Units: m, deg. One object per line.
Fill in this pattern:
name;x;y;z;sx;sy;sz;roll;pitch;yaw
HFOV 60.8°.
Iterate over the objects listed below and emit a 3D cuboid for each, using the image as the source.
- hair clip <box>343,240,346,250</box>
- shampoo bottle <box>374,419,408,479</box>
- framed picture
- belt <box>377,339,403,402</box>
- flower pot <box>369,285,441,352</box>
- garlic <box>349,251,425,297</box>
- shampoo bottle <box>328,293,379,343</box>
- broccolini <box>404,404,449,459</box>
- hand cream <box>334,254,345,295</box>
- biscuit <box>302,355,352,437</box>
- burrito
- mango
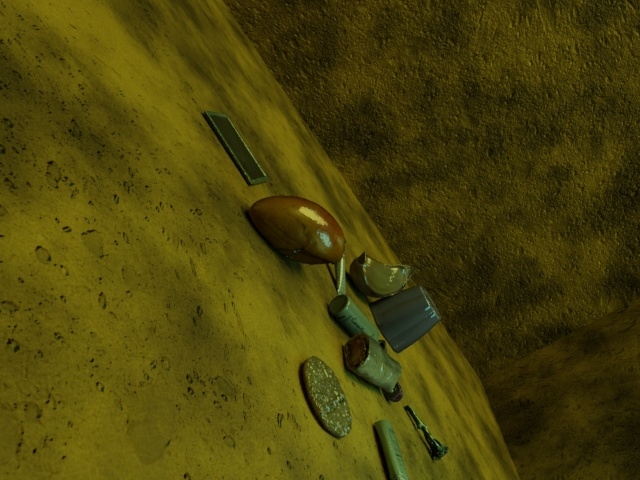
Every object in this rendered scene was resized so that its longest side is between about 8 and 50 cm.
hair clip;0.000;0.002;2.125;0.096;0.110;0.359;27;2;26
shampoo bottle;0.201;0.603;1.529;0.072;0.049;0.212;54;12;-33
framed picture;-0.292;-0.324;1.920;0.293;0.018;0.231;57;13;-3
belt;0.229;0.460;1.927;0.053;0.071;0.232;54;15;-46
flower pot;0.384;0.325;2.414;0.265;0.243;0.265;52;12;-16
garlic;0.278;0.162;2.359;0.339;0.196;0.151;13;33;-26
shampoo bottle;0.131;0.295;1.894;0.262;0.085;0.085;50;15;-32
broccolini;0.376;0.690;1.979;0.216;0.067;0.058;52;8;16
hand cream;0.075;0.127;2.119;0.067;0.042;0.194;46;38;-57
biscuit;0.018;0.394;1.382;0.219;0.033;0.219;53;16;-22
burrito;0.167;0.394;1.769;0.299;0.105;0.143;45;22;-48
mango;-0.077;-0.040;1.734;0.350;0.199;0.201;32;-3;-35
